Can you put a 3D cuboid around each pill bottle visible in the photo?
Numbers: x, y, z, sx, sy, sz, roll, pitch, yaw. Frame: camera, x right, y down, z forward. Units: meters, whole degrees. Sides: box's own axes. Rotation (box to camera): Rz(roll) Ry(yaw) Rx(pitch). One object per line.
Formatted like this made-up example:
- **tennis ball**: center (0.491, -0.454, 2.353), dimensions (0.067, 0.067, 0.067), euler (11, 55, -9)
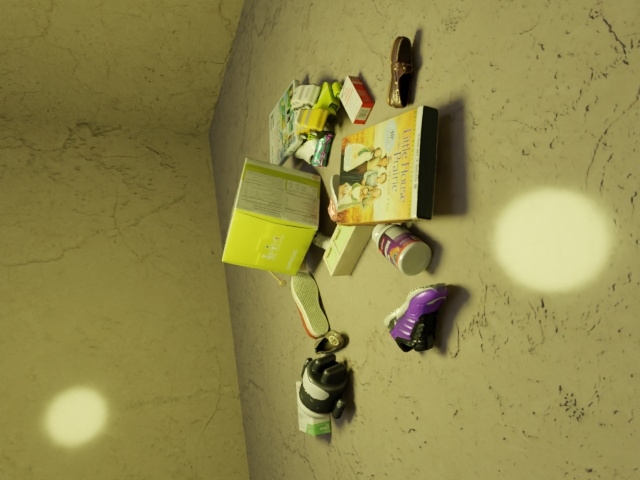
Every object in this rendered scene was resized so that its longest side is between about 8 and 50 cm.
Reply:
- **pill bottle**: center (0.235, 0.016, 1.344), dimensions (0.193, 0.108, 0.108), euler (-132, 47, -55)

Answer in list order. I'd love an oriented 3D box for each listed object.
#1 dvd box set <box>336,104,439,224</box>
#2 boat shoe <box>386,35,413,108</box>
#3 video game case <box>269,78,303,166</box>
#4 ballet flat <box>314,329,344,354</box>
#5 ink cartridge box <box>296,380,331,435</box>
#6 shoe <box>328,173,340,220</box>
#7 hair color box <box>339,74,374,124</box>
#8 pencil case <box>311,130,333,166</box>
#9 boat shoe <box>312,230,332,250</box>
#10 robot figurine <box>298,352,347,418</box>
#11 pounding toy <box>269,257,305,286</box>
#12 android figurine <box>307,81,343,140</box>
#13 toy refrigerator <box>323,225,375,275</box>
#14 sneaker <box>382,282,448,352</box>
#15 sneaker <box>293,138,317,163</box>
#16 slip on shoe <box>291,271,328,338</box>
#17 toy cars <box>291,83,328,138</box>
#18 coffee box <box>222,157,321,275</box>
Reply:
- **dvd box set**: center (0.185, -0.201, 1.354), dimensions (0.420, 0.062, 0.307), euler (1, 86, 62)
- **boat shoe**: center (0.250, -0.505, 1.351), dimensions (0.073, 0.073, 0.206), euler (-143, 50, -58)
- **video game case**: center (-0.167, -0.530, 2.098), dimensions (0.300, 0.036, 0.328), euler (-35, 53, 55)
- **ballet flat**: center (0.027, 0.424, 1.827), dimensions (0.084, 0.058, 0.250), euler (53, 149, 5)
- **ink cartridge box**: center (-0.033, 0.722, 1.953), dimensions (0.154, 0.093, 0.212), euler (-25, 69, 62)
- **shoe**: center (0.059, -0.167, 1.767), dimensions (0.081, 0.064, 0.177), euler (-29, 69, 56)
- **hair color box**: center (0.129, -0.511, 1.625), dimensions (0.093, 0.054, 0.167), euler (117, 142, -46)
- **pencil case**: center (0.009, -0.382, 1.870), dimensions (0.070, 0.065, 0.151), euler (-123, 41, -51)
- **boat shoe**: center (0.000, 0.000, 1.898), dimensions (0.184, 0.063, 0.066), euler (-135, 49, -56)
- **robot figurine**: center (0.010, 0.578, 1.772), dimensions (0.209, 0.174, 0.278), euler (-86, 10, -59)
- **pounding toy**: center (-0.168, 0.118, 2.122), dimensions (0.094, 0.181, 0.205), euler (174, 95, -65)
- **android figurine**: center (0.008, -0.528, 1.807), dimensions (0.248, 0.056, 0.272), euler (-50, 32, 33)
- **toy refrigerator**: center (0.098, 0.008, 1.654), dimensions (0.269, 0.094, 0.102), euler (113, 146, -41)
- **sneaker**: center (0.289, 0.231, 1.260), dimensions (0.293, 0.102, 0.146), euler (117, 139, -53)
- **sneaker**: center (-0.060, -0.386, 2.016), dimensions (0.212, 0.080, 0.094), euler (-12, 91, 63)
- **slip on shoe**: center (-0.058, 0.286, 1.977), dimensions (0.101, 0.123, 0.331), euler (116, 140, -50)
- **toy cars**: center (-0.068, -0.532, 1.794), dimensions (0.176, 0.087, 0.393), euler (-51, 33, 30)
- **coffee box**: center (-0.211, -0.095, 1.932), dimensions (0.337, 0.338, 0.334), euler (115, 162, -45)
